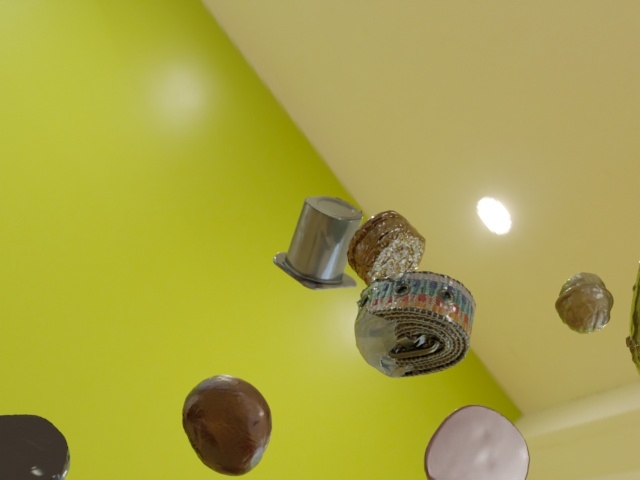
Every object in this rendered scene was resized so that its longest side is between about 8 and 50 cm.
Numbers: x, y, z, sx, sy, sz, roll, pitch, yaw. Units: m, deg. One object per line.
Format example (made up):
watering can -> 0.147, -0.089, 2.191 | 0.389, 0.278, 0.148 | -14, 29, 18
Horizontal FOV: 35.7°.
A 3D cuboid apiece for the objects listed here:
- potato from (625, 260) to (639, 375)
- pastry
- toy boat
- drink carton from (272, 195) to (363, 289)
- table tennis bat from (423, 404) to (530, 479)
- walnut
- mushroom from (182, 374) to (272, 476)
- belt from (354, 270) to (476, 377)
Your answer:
potato -> 0.587, 0.105, 1.499 | 0.219, 0.269, 0.359 | 165, -88, -71
pastry -> 0.152, 0.024, 2.298 | 0.103, 0.188, 0.189 | 46, -23, 38
toy boat -> -0.422, 0.302, 1.105 | 0.134, 0.298, 0.092 | 41, -41, 38
drink carton -> 0.000, 0.000, 2.453 | 0.191, 0.185, 0.190 | 35, -61, 40
table tennis bat -> 0.184, 0.320, 1.301 | 0.138, 0.246, 0.022 | 40, -34, 7
walnut -> 0.382, 0.092, 1.434 | 0.092, 0.092, 0.092 | 44, -25, 26
mushroom -> -0.113, 0.216, 1.159 | 0.123, 0.123, 0.052 | 44, 18, 26
belt -> 0.189, 0.172, 2.056 | 0.257, 0.150, 0.207 | -13, -53, 29
